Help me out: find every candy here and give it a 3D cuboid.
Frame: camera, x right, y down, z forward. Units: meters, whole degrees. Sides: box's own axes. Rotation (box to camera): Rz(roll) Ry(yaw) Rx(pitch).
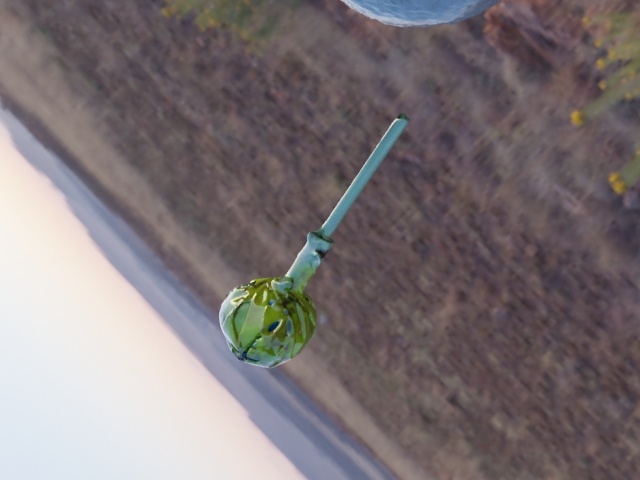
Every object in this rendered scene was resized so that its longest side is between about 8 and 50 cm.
[{"bbox_3d":[0.000,0.000,0.726,0.062,0.194,0.058,22,-157,-27],"label":"candy"}]

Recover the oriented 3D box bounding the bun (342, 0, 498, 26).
[{"bbox_3d":[0.103,-0.395,1.155,0.362,0.362,0.211,45,-161,8],"label":"bun"}]
